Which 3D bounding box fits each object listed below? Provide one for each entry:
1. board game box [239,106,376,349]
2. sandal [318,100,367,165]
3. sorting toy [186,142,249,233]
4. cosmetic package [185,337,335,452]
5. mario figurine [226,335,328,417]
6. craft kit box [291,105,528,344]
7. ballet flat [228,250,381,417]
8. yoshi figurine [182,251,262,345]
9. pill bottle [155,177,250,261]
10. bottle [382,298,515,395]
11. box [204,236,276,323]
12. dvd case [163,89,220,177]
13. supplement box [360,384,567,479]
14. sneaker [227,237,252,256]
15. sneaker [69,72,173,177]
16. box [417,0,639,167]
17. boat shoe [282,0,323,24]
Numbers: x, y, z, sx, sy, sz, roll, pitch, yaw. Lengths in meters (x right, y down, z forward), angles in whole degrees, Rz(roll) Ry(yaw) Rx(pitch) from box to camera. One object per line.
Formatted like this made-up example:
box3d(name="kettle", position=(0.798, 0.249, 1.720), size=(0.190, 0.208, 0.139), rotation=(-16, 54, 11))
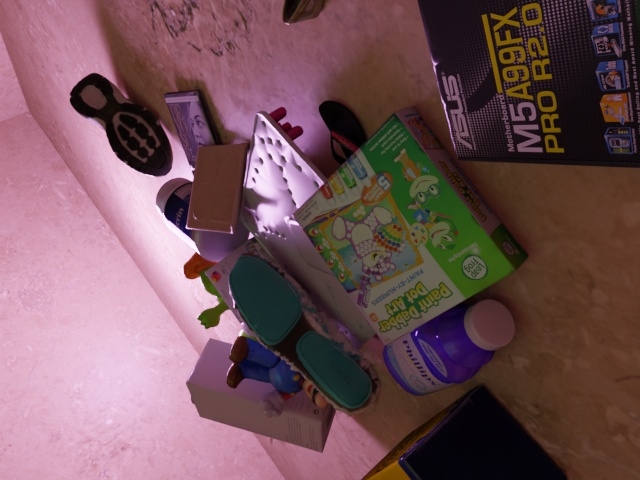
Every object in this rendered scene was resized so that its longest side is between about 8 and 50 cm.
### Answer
box3d(name="board game box", position=(0.000, 0.000, 1.015), size=(0.390, 0.050, 0.390), rotation=(49, 155, 12))
box3d(name="sandal", position=(0.047, -0.133, 0.830), size=(0.179, 0.040, 0.067), rotation=(60, 155, -4))
box3d(name="sorting toy", position=(-0.225, -0.115, 1.199), size=(0.208, 0.038, 0.193), rotation=(6, 87, 48))
box3d(name="cosmetic package", position=(-0.147, 0.411, 1.441), size=(0.365, 0.155, 0.197), rotation=(14, 139, 12))
box3d(name="mario figurine", position=(-0.057, 0.322, 1.245), size=(0.320, 0.170, 0.198), rotation=(11, 157, 2))
box3d(name="craft kit box", position=(0.108, -0.009, 0.755), size=(0.246, 0.061, 0.250), rotation=(52, 132, 5))
box3d(name="ballet flat", position=(-0.037, 0.196, 1.126), size=(0.409, 0.147, 0.147), rotation=(46, 152, 17))
box3d(name="yoshi figurine", position=(-0.228, 0.193, 1.514), size=(0.362, 0.203, 0.203), rotation=(47, 168, 16))
box3d(name="pill bottle", position=(-0.310, -0.063, 1.393), size=(0.265, 0.153, 0.153), rotation=(32, 144, 42))
box3d(name="bottle", position=(0.194, 0.165, 0.844), size=(0.118, 0.092, 0.283), rotation=(54, 154, 10))
box3d(name="box", position=(-0.145, 0.075, 1.229), size=(0.145, 0.186, 0.038), rotation=(53, 180, 7))
box3d(name="dvd case", position=(-0.293, -0.244, 1.289), size=(0.164, 0.018, 0.221), rotation=(14, 127, 47))
box3d(name="supplement box", position=(0.224, 0.437, 0.973), size=(0.195, 0.194, 0.356), rotation=(48, 152, 18))
box3d(name="sneaker", position=(-0.125, 0.147, 1.306), size=(0.305, 0.152, 0.114), rotation=(50, 152, 11))
box3d(name="sneaker", position=(-0.541, -0.323, 1.583), size=(0.410, 0.158, 0.182), rotation=(45, -178, 20))
box3d(name="box", position=(0.192, -0.201, 0.487), size=(0.216, 0.060, 0.270), rotation=(15, 131, 53))
box3d(name="boat shoe", position=(-0.020, -0.350, 0.701), size=(0.056, 0.048, 0.153), rotation=(50, 153, 15))
